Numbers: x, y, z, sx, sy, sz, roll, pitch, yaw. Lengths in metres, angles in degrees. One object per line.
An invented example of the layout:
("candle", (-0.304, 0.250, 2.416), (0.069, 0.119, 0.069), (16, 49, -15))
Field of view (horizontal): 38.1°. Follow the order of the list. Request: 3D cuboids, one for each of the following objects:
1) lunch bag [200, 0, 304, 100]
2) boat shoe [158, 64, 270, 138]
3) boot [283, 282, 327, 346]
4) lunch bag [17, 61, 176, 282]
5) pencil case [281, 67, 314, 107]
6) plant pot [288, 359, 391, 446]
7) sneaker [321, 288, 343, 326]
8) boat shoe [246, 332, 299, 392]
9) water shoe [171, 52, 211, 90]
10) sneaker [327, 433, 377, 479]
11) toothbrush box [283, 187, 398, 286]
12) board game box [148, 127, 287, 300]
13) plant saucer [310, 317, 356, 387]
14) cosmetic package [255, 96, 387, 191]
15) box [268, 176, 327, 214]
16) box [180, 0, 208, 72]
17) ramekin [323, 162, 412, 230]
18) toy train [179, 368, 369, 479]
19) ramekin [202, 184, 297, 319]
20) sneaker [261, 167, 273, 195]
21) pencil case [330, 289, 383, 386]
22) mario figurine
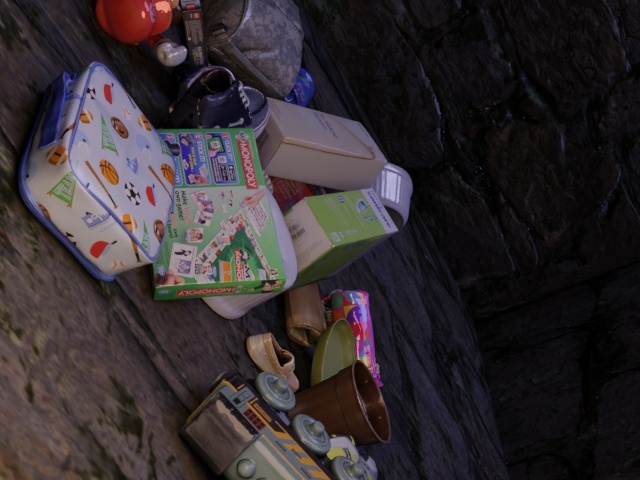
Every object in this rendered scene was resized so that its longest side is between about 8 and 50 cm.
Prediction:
("lunch bag", (-0.179, -0.498, 2.218), (0.305, 0.213, 0.256), (41, 32, -53))
("boat shoe", (-0.176, -0.268, 1.783), (0.127, 0.158, 0.340), (34, 35, 7))
("boot", (-0.022, 0.125, 2.099), (0.236, 0.089, 0.269), (31, 35, -45))
("lunch bag", (-0.321, -0.110, 1.345), (0.243, 0.115, 0.303), (52, 21, -37))
("pencil case", (-0.097, -0.405, 2.550), (0.133, 0.119, 0.306), (61, 15, -13))
("plant pot", (0.027, 0.337, 1.783), (0.167, 0.165, 0.167), (57, 17, -29))
("sneaker", (0.035, 0.156, 2.288), (0.161, 0.057, 0.075), (-83, 153, -57))
("boat shoe", (-0.078, 0.236, 1.772), (0.170, 0.059, 0.063), (54, 19, -40))
("water shoe", (-0.280, -0.322, 1.930), (0.080, 0.073, 0.203), (31, 29, -15))
("sneaker", (0.030, 0.451, 1.668), (0.385, 0.145, 0.147), (40, 30, -57))
("toothbrush box", (0.000, 0.000, 1.950), (0.283, 0.206, 0.122), (-11, 68, -57))
("board game box", (-0.192, -0.053, 1.550), (0.046, 0.214, 0.317), (115, -32, -53))
("plant saucer", (0.025, 0.285, 1.970), (0.241, 0.037, 0.241), (1, 90, -70))
("cosmetic package", (-0.018, -0.212, 2.097), (0.309, 0.113, 0.160), (7, 39, -41))
("box", (-0.048, -0.079, 2.219), (0.257, 0.123, 0.128), (57, 17, -31))
("box", (-0.244, -0.402, 1.807), (0.207, 0.036, 0.114), (89, -10, -52))
("ramekin", (0.132, -0.103, 2.645), (0.273, 0.273, 0.127), (47, 37, -53))
("toy train", (-0.063, 0.338, 1.396), (0.334, 0.142, 0.190), (47, 19, 8))
("ramekin", (-0.154, -0.004, 1.720), (0.277, 0.135, 0.277), (58, 18, -30))
("sneaker", (-0.182, -0.159, 1.954), (0.146, 0.102, 0.293), (78, -12, -66))
("pencil case", (0.085, 0.232, 2.181), (0.104, 0.104, 0.236), (21, 58, -70))
("mario figurine", (-0.309, -0.457, 1.771), (0.198, 0.170, 0.320), (33, 18, -14))
